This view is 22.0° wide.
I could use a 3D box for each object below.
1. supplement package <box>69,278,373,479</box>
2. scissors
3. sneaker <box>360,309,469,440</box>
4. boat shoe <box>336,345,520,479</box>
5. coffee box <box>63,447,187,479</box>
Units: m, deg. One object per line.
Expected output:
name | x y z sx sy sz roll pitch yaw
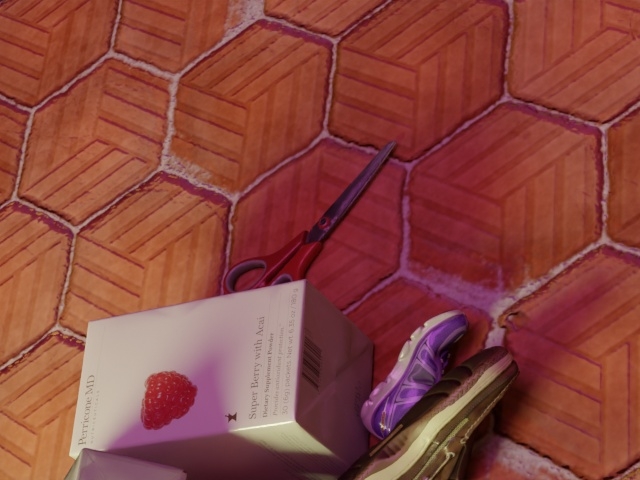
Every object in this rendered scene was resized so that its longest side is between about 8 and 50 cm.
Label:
supplement package | -0.110 0.179 1.871 0.293 0.175 0.177 -12 57 26
scissors | 0.000 0.000 2.022 0.297 0.021 0.109 -38 47 4
sneaker | 0.118 0.154 1.835 0.071 0.068 0.170 35 91 25
boat shoe | 0.126 0.225 1.764 0.257 0.095 0.095 -43 6 9
coffee box | -0.244 0.355 1.772 0.297 0.119 0.168 128 154 -60
